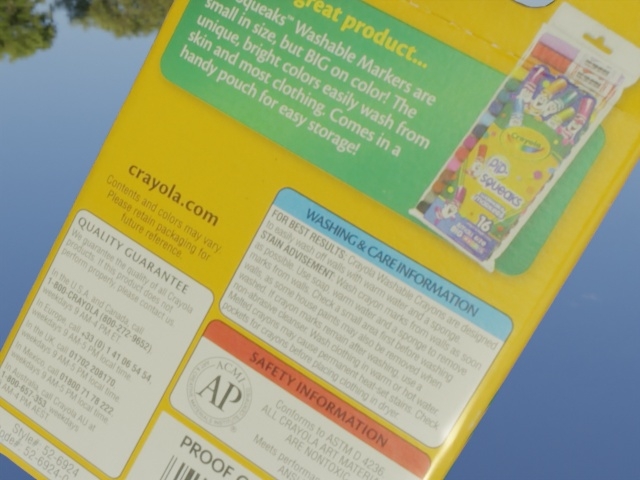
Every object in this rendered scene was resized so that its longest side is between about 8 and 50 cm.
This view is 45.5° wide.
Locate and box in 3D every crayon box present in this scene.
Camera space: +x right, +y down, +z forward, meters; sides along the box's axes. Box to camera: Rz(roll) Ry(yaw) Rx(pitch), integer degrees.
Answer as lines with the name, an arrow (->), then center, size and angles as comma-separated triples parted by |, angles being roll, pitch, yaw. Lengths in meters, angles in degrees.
crayon box -> 0.000, 0.000, 0.354 | 0.203, 0.323, 0.083 | 31, -170, 12
